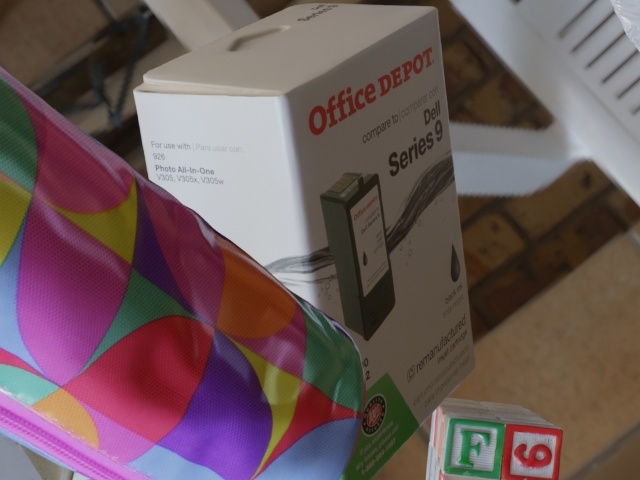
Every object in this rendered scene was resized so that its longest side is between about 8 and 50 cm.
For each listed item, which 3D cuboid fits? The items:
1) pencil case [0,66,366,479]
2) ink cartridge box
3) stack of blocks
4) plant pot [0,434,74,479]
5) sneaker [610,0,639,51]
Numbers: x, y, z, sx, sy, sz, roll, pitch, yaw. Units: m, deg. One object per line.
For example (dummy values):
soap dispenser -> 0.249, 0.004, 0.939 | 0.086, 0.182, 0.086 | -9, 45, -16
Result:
pencil case -> -0.087, 0.020, 0.433 | 0.104, 0.104, 0.236 | -43, 132, 14
ink cartridge box -> 0.000, 0.000, 0.958 | 0.211, 0.122, 0.289 | -38, 126, -50
stack of blocks -> 0.134, 0.227, 1.164 | 0.087, 0.171, 0.297 | 6, 177, 3
plant pot -> -0.281, 0.097, 0.936 | 0.257, 0.274, 0.256 | -18, 122, -31
sneaker -> 0.288, -0.271, 1.037 | 0.153, 0.268, 0.101 | -14, -170, -36
